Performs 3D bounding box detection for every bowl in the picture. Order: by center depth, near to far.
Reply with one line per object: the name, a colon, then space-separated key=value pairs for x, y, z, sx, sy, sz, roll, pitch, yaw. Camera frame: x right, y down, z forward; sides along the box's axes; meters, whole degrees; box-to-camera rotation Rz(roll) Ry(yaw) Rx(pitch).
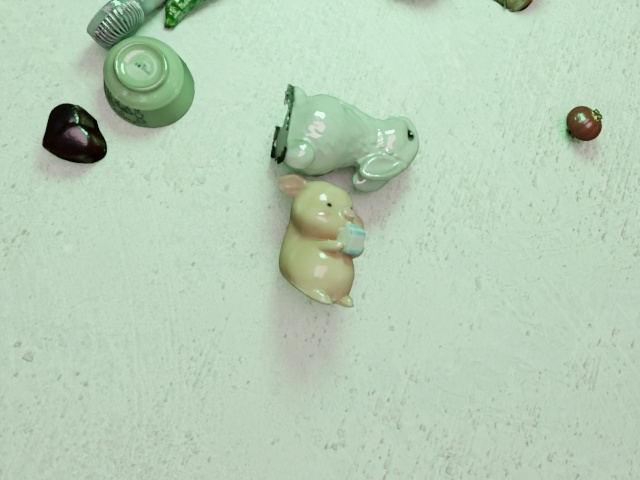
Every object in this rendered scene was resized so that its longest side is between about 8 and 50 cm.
bowl: x=-0.402 y=-0.376 z=1.074 sx=0.211 sy=0.112 sz=0.212 roll=1 pitch=85 yaw=-9

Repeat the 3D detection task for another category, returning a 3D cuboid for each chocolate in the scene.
chocolate: x=-0.564 y=-0.243 z=1.045 sx=0.125 sy=0.080 sz=0.149 roll=-24 pitch=89 yaw=-12

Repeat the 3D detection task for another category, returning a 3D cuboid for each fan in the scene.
fan: x=-0.435 y=-0.540 z=1.090 sx=0.074 sy=0.130 sz=0.244 roll=46 pitch=63 yaw=-20

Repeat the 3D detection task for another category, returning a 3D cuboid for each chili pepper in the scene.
chili pepper: x=-0.300 y=-0.601 z=1.137 sx=0.088 sy=0.059 sz=0.227 roll=43 pitch=93 yaw=-11

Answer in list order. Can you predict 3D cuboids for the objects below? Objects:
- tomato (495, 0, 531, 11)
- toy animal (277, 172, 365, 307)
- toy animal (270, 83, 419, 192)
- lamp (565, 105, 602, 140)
tomato: x=0.530 y=-0.757 z=1.263 sx=0.214 sy=0.155 sz=0.181 roll=28 pitch=75 yaw=-4
toy animal: x=0.002 y=-0.004 z=1.043 sx=0.195 sy=0.212 sz=0.256 roll=18 pitch=90 yaw=-42
toy animal: x=0.068 y=-0.226 z=1.101 sx=0.357 sy=0.194 sz=0.258 roll=10 pitch=56 yaw=-15
lamp: x=0.714 y=-0.318 z=1.269 sx=0.101 sy=0.090 sz=0.101 roll=24 pitch=45 yaw=-27
